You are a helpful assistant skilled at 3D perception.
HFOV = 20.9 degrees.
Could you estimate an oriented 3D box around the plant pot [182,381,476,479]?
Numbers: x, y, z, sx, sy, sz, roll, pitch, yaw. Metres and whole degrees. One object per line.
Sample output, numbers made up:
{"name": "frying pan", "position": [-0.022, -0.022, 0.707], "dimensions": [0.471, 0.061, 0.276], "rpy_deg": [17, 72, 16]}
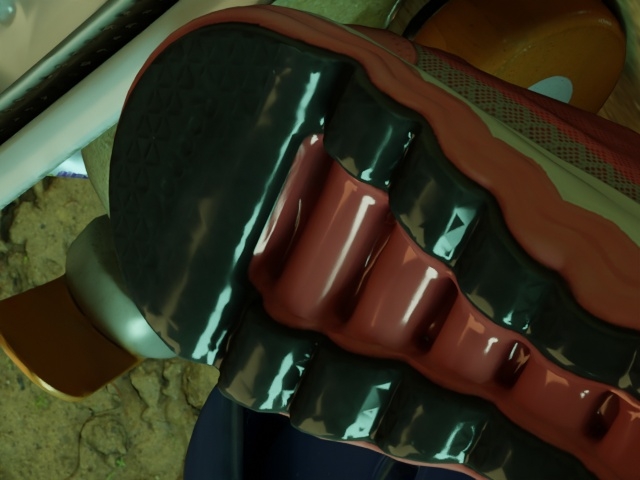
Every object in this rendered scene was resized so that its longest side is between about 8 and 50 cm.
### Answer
{"name": "plant pot", "position": [0.076, 0.156, 0.631], "dimensions": [0.236, 0.212, 0.236], "rpy_deg": [51, -153, -42]}

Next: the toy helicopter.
{"name": "toy helicopter", "position": [0.000, 0.000, 0.714], "dimensions": [0.140, 0.235, 0.355], "rpy_deg": [53, 176, 28]}

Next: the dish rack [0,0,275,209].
{"name": "dish rack", "position": [-0.097, -0.176, 0.500], "dimensions": [0.333, 0.072, 0.286], "rpy_deg": [-30, 92, 47]}

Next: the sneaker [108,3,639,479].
{"name": "sneaker", "position": [0.099, 0.034, 0.422], "dimensions": [0.314, 0.116, 0.136], "rpy_deg": [39, -150, 19]}

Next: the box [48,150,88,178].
{"name": "box", "position": [-0.202, -0.176, 0.794], "dimensions": [0.290, 0.279, 0.177], "rpy_deg": [-113, 33, -59]}
